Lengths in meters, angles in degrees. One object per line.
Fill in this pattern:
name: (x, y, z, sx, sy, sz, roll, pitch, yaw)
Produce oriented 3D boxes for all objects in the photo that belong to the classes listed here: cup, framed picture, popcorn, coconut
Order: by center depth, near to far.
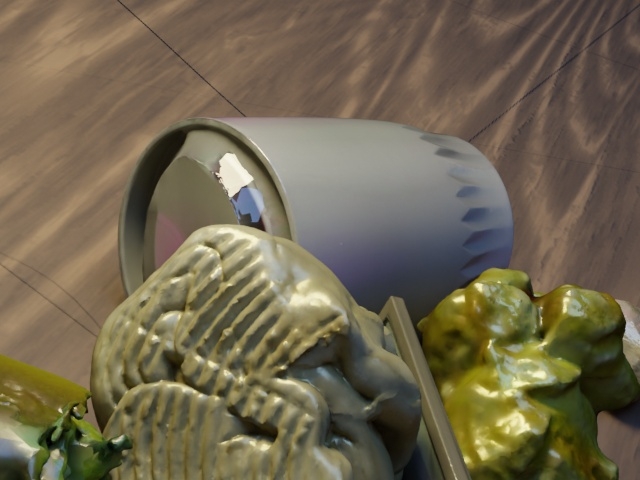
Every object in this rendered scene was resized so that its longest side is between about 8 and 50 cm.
framed picture: (0.052, 0.201, 1.393, 0.018, 0.192, 0.265, 16, 31, -25)
popcorn: (0.168, 0.160, 1.466, 0.225, 0.276, 0.276, 19, 30, -28)
cup: (0.000, 0.000, 1.617, 0.371, 0.253, 0.253, -7, 43, -46)
coconut: (0.324, 0.117, 1.804, 0.124, 0.110, 0.110, 47, 36, 21)

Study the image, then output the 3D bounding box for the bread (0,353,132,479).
bread: (-0.336, 0.162, 1.112, 0.376, 0.208, 0.251, 21, 69, -6)

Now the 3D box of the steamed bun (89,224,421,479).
steamed bun: (-0.045, 0.163, 1.332, 0.289, 0.276, 0.203, 47, 4, 18)
